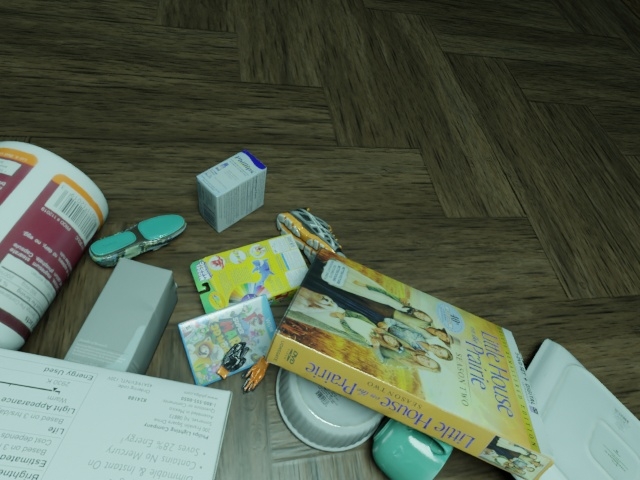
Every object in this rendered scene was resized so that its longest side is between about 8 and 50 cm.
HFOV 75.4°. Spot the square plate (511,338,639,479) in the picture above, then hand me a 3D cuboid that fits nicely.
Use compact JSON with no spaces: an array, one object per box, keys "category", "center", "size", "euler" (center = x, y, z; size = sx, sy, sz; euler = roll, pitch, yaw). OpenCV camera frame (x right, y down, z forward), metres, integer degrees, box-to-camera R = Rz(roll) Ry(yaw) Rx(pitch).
[{"category":"square plate","center":[0.489,0.377,0.717],"size":[0.344,0.049,0.347],"euler":[-26,68,-41]}]

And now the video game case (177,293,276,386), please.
[{"category":"video game case","center":[-0.162,0.181,0.761],"size":[0.166,0.015,0.119],"euler":[-17,89,-23]}]

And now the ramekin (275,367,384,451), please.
[{"category":"ramekin","center":[0.029,0.254,0.732],"size":[0.207,0.109,0.207],"euler":[6,56,-10]}]

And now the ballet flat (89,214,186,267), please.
[{"category":"ballet flat","center":[-0.364,0.002,0.837],"size":[0.188,0.070,0.070],"euler":[-22,64,-29]}]

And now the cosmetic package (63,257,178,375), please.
[{"category":"cosmetic package","center":[-0.333,0.164,0.698],"size":[0.107,0.127,0.238],"euler":[13,53,-5]}]

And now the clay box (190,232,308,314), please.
[{"category":"clay box","center":[-0.139,0.075,0.845],"size":[0.221,0.053,0.128],"euler":[-17,64,-21]}]

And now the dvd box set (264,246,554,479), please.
[{"category":"dvd box set","center":[0.148,0.176,0.707],"size":[0.420,0.062,0.308],"euler":[24,26,3]}]

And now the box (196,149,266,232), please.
[{"category":"box","center":[-0.194,-0.108,0.910],"size":[0.072,0.126,0.137],"euler":[42,57,17]}]

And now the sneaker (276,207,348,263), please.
[{"category":"sneaker","center":[0.000,0.000,0.913],"size":[0.215,0.084,0.083],"euler":[45,51,16]}]

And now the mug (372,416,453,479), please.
[{"category":"mug","center":[0.155,0.326,0.686],"size":[0.097,0.158,0.129],"euler":[39,22,17]}]

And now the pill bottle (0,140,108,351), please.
[{"category":"pill bottle","center":[-0.543,0.049,0.665],"size":[0.223,0.224,0.393],"euler":[16,54,-2]}]

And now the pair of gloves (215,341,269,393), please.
[{"category":"pair of gloves","center":[-0.138,0.230,0.749],"size":[0.083,0.010,0.074],"euler":[39,68,-12]}]

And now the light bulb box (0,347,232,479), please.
[{"category":"light bulb box","center":[-0.315,0.343,0.441],"size":[0.357,0.225,0.361],"euler":[14,35,-9]}]
